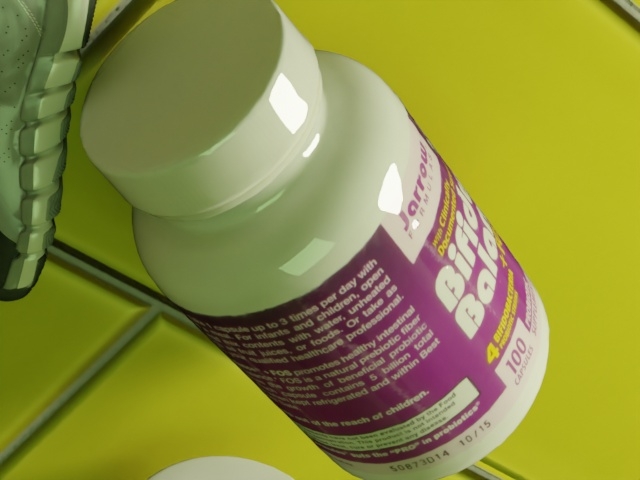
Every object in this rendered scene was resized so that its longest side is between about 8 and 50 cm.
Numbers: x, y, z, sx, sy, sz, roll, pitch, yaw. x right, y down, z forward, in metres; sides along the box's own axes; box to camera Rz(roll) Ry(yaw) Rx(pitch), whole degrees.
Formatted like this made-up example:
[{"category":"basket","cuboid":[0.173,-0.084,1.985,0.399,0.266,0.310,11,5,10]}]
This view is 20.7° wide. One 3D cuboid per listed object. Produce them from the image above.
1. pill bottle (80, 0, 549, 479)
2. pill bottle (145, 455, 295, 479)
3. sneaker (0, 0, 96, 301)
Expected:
[{"category":"pill bottle","cuboid":[0.000,0.000,0.987,0.169,0.169,0.301,-32,134,10]},{"category":"pill bottle","cuboid":[-0.082,0.315,1.231,0.188,0.188,0.334,-4,131,-16]},{"category":"sneaker","cuboid":[-0.198,-0.075,0.919,0.132,0.086,0.228,5,119,-18]}]
